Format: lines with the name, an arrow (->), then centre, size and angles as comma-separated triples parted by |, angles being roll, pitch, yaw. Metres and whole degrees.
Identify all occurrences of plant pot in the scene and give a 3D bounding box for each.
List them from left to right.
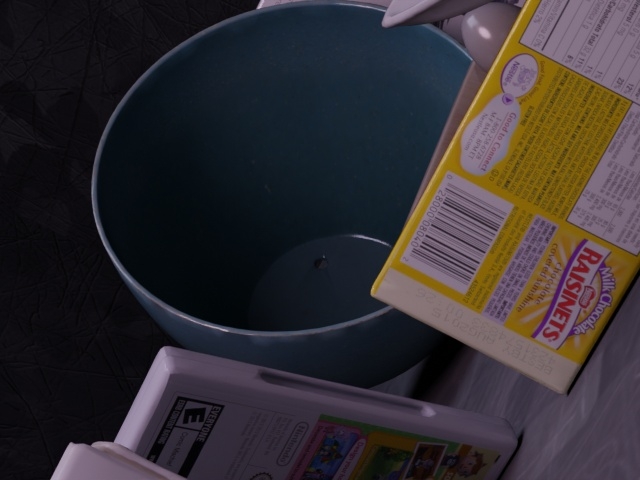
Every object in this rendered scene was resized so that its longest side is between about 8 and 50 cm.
plant pot -> 0.000, 0.000, 1.429 | 0.195, 0.290, 0.290 | 75, -147, -52

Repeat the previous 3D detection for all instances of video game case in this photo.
video game case -> -0.031, 0.156, 0.999 | 0.212, 0.193, 0.023 | -62, 28, 27

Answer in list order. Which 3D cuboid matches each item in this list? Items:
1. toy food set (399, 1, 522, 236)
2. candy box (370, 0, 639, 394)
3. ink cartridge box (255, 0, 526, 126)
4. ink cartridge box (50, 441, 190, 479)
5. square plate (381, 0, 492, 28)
toy food set -> 0.146, -0.128, 1.198 | 0.306, 0.092, 0.220 | -55, 8, 51
candy box -> 0.114, -0.039, 0.903 | 0.206, 0.105, 0.027 | -62, 3, 21
ink cartridge box -> 0.079, -0.173, 1.540 | 0.172, 0.237, 0.100 | -63, 5, 7
ink cartridge box -> -0.081, 0.253, 0.843 | 0.273, 0.197, 0.114 | -64, 3, -27
square plate -> 0.205, -0.272, 1.077 | 0.344, 0.049, 0.347 | -58, 18, -21
